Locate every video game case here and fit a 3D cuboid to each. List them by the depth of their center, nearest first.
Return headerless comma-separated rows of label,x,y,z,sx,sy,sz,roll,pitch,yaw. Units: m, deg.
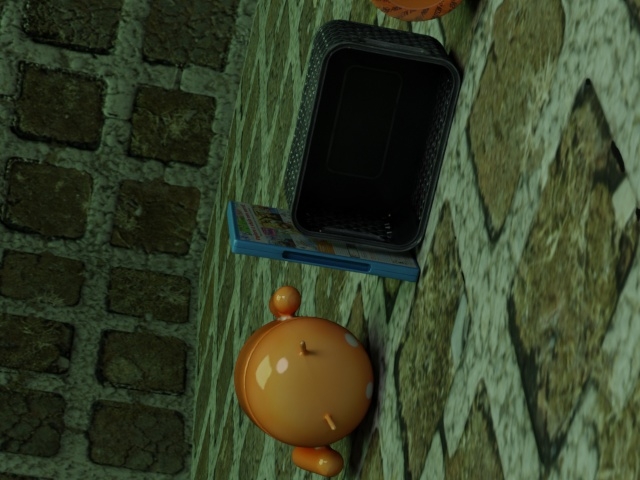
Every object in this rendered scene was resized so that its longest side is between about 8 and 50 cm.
video game case,0.000,0.000,1.461,0.119,0.166,0.015,-106,27,-70

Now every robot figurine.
robot figurine,-0.016,0.138,1.570,0.219,0.128,0.158,162,132,-82

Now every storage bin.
storage bin,0.043,-0.093,1.429,0.084,0.122,0.180,-103,24,-69

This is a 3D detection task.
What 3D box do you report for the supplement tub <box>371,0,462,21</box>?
supplement tub,0.081,-0.282,1.402,0.190,0.117,0.117,-91,13,-46
